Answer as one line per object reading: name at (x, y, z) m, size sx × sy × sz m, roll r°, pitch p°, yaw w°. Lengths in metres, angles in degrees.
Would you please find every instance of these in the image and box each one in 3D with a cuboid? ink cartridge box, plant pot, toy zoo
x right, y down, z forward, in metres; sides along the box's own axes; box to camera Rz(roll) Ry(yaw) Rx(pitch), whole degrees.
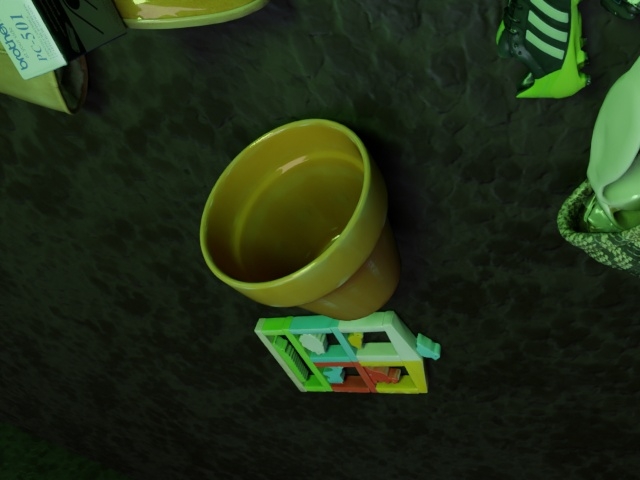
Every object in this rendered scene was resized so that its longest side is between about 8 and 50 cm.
ink cartridge box at (-0.227, -0.232, 0.402) m, size 0.046 × 0.097 × 0.207 m, roll -12°, pitch 119°, yaw 19°
plant pot at (0.000, 0.000, 0.648) m, size 0.205 × 0.205 × 0.188 m, roll -8°, pitch 147°, yaw 28°
toy zoo at (0.057, 0.192, 0.941) m, size 0.293 × 0.030 × 0.192 m, roll -7°, pitch 133°, yaw 27°

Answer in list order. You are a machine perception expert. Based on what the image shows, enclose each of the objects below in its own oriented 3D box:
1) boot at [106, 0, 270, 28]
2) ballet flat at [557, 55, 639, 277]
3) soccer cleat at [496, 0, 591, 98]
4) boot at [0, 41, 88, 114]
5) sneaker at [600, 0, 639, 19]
boot at (-0.187, -0.297, 0.459) m, size 0.294 × 0.104 × 0.211 m, roll 7°, pitch 130°, yaw 6°
ballet flat at (0.325, -0.125, 0.390) m, size 0.181 × 0.164 × 0.483 m, roll 12°, pitch 143°, yaw -5°
soccer cleat at (0.178, -0.191, 0.463) m, size 0.072 × 0.060 × 0.179 m, roll -4°, pitch 136°, yaw 27°
boot at (-0.399, -0.264, 0.591) m, size 0.269 × 0.089 × 0.236 m, roll 15°, pitch 146°, yaw 4°
sneaker at (0.234, -0.214, 0.415) m, size 0.152 × 0.058 × 0.084 m, roll 28°, pitch 130°, yaw -19°
